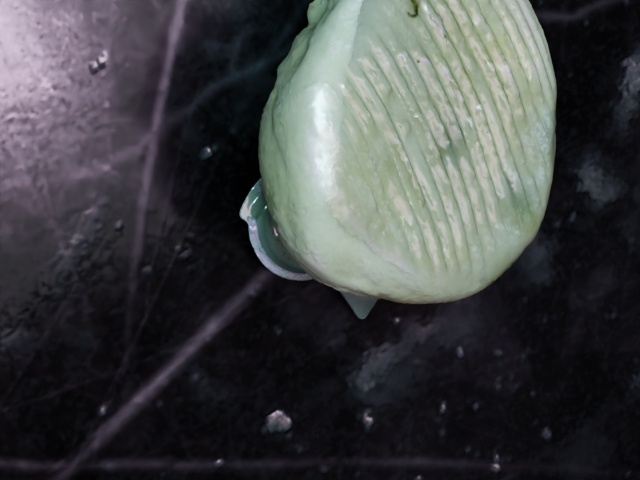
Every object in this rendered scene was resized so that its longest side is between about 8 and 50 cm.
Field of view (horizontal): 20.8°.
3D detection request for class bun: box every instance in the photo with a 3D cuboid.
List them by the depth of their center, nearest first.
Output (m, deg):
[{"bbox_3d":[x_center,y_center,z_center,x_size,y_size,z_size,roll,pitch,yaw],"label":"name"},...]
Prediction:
[{"bbox_3d":[0.048,-0.066,1.070,0.237,0.116,0.210,-48,117,-28],"label":"bun"}]

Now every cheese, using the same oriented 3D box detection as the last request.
[{"bbox_3d":[0.000,0.000,1.109,0.121,0.026,0.067,33,85,-30],"label":"cheese"}]
